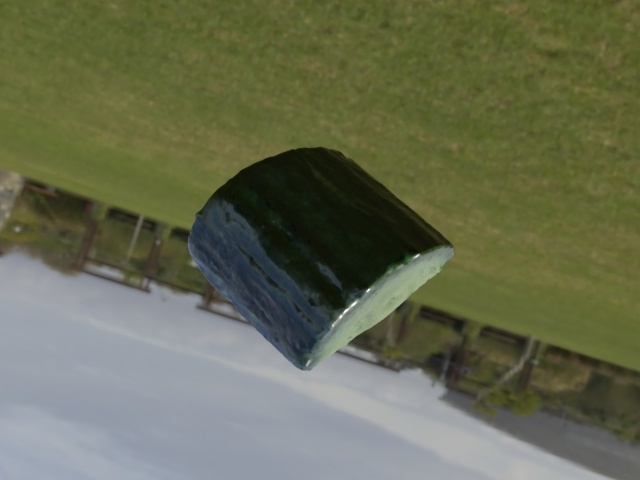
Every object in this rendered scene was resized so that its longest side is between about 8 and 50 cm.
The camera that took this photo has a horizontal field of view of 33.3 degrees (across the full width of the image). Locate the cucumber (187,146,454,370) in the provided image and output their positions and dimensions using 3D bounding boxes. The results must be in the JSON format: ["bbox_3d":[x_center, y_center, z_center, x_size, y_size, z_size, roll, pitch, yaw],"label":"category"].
[{"bbox_3d":[0.000,0.000,0.609,0.115,0.116,0.062,44,160,28],"label":"cucumber"}]
